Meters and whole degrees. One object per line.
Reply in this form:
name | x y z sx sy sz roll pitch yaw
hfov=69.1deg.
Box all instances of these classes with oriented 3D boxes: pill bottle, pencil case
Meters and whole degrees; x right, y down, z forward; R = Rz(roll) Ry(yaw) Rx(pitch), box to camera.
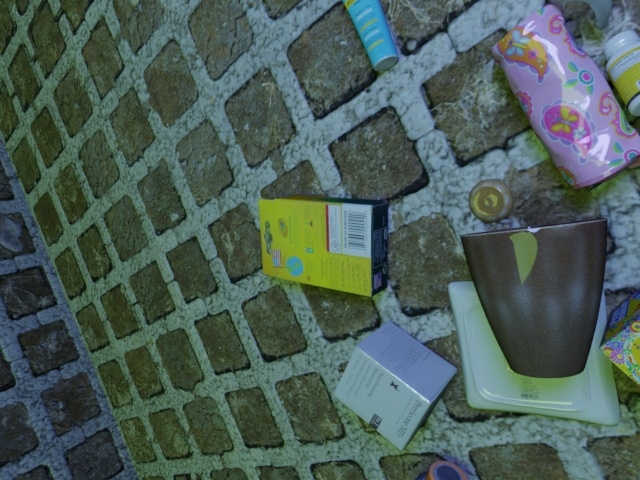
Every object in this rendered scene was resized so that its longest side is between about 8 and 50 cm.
pill bottle | 0.460 -0.245 0.676 0.065 0.065 0.116 -31 60 37
pill bottle | 0.250 0.606 1.023 0.130 0.130 0.245 25 116 29
pencil case | 0.385 -0.218 0.725 0.124 0.124 0.284 -33 82 37

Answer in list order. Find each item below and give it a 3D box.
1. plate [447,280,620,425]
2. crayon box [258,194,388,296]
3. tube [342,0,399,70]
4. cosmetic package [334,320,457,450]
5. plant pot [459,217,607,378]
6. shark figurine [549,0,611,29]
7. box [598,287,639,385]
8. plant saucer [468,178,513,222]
plate | 0.386 0.210 0.876 0.277 0.045 0.277 -7 98 37
crayon box | 0.000 0.000 1.082 0.319 0.081 0.202 8 106 34
tube | 0.095 -0.442 0.925 0.080 0.052 0.207 -24 81 27
cosmetic package | 0.160 0.304 0.997 0.184 0.151 0.151 33 120 25
plant pot | 0.350 0.091 0.745 0.215 0.215 0.230 -8 89 37
shark figurine | 0.411 -0.462 0.646 0.166 0.116 0.278 157 110 -63
box | 0.605 0.140 0.614 0.290 0.177 0.279 45 125 19
plant saucer | 0.317 -0.073 0.872 0.083 0.015 0.083 10 108 34
